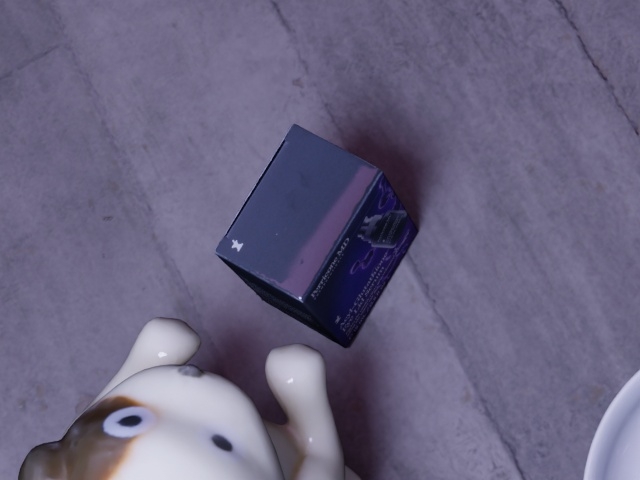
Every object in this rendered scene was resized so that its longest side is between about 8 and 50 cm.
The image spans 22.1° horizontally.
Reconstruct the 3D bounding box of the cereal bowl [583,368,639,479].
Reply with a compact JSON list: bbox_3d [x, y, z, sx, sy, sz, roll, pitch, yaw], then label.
[{"bbox_3d":[0.415,0.249,1.509,0.339,0.141,0.339,-3,75,12],"label":"cereal bowl"}]

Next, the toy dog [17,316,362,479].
[{"bbox_3d":[-0.136,0.252,1.454,0.284,0.408,0.395,25,68,12],"label":"toy dog"}]

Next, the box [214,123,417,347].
[{"bbox_3d":[0.000,0.000,1.643,0.108,0.207,0.153,29,83,19],"label":"box"}]
